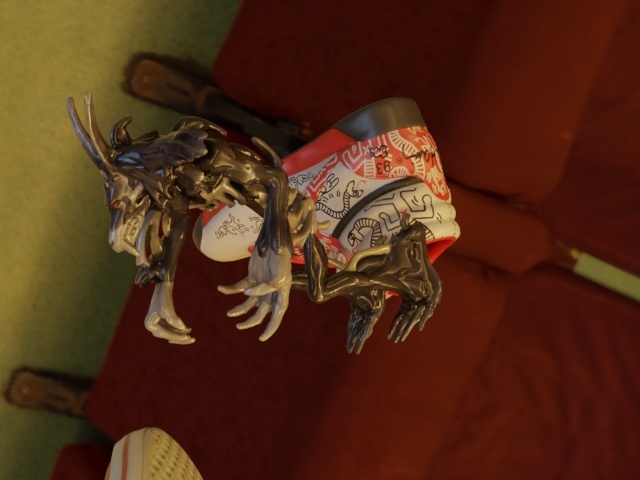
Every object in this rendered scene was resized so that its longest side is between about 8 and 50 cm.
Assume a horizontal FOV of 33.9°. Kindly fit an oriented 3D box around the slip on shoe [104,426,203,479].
[{"bbox_3d":[-0.109,0.247,0.532,0.101,0.331,0.123,-13,140,17],"label":"slip on shoe"}]

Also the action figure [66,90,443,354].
[{"bbox_3d":[-0.055,0.004,0.709,0.276,0.164,0.141,24,75,-25],"label":"action figure"}]

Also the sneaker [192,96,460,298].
[{"bbox_3d":[0.000,0.000,0.923,0.270,0.145,0.090,-31,163,34],"label":"sneaker"}]
